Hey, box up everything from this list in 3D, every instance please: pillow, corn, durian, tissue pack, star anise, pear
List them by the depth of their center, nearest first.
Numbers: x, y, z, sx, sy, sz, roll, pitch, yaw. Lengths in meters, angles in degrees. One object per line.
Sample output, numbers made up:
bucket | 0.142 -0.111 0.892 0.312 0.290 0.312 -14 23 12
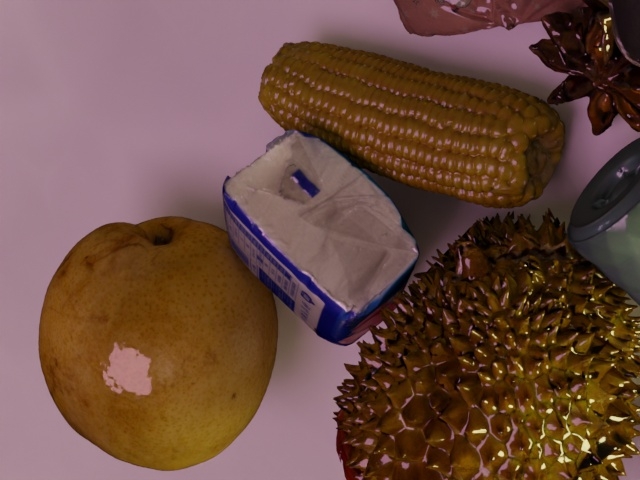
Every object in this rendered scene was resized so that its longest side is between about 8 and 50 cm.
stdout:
star anise | 0.275 -0.180 1.439 0.177 0.073 0.234 29 158 21
pillow | 0.177 -0.273 1.514 0.248 0.049 0.135 -1 117 35
durian | 0.180 0.162 1.582 0.348 0.347 0.384 14 135 34
corn | 0.089 -0.127 1.624 0.344 0.131 0.131 21 128 33
tissue pack | 0.000 0.000 1.699 0.209 0.137 0.269 42 171 7
pear | -0.200 0.122 1.903 0.314 0.314 0.314 21 128 30

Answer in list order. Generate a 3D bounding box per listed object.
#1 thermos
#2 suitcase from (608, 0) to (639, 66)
thermos | 0.384 0.032 1.443 0.286 0.145 0.182 40 162 -10
suitcase | 0.413 -0.274 1.209 0.434 0.194 0.283 3 118 41
